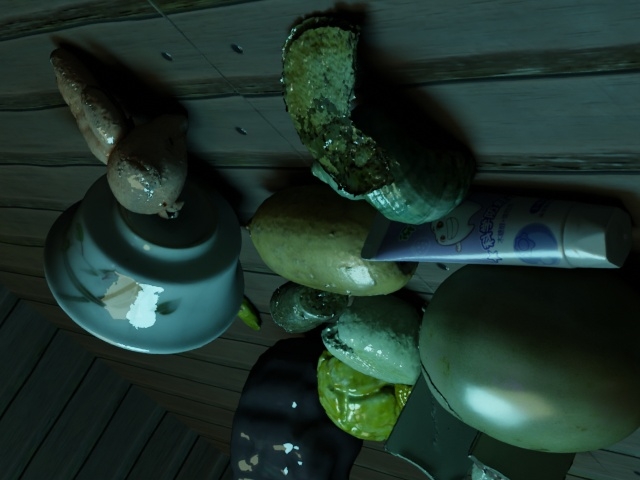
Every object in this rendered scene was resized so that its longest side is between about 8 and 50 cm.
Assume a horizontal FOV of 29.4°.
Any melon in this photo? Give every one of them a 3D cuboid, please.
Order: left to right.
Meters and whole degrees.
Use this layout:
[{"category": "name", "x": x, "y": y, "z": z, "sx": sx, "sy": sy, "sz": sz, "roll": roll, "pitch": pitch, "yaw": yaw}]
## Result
[{"category": "melon", "x": 0.282, "y": 0.140, "z": 1.610, "sx": 0.330, "sy": 0.268, "sz": 0.268, "roll": 14, "pitch": 154, "yaw": 29}]

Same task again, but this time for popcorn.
[{"category": "popcorn", "x": 0.094, "y": 0.267, "z": 2.268, "sx": 0.184, "sy": 0.204, "sz": 0.221, "roll": 0, "pitch": 129, "yaw": 53}]

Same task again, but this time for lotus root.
[{"category": "lotus root", "x": 0.000, "y": 0.000, "z": 1.823, "sx": 0.343, "sy": 0.151, "sz": 0.169, "roll": 6, "pitch": 148, "yaw": 43}]

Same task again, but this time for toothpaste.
[{"category": "toothpaste", "x": 0.216, "y": -0.013, "z": 1.568, "sx": 0.371, "sy": 0.125, "sz": 0.080, "roll": 5, "pitch": 155, "yaw": 42}]

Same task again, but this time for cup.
[{"category": "cup", "x": -0.270, "y": 0.000, "z": 2.009, "sx": 0.347, "sy": 0.347, "sz": 0.163, "roll": 29, "pitch": 135, "yaw": 2}]

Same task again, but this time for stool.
[{"category": "stool", "x": 0.272, "y": 0.252, "z": 1.871, "sx": 0.170, "sy": 0.269, "sz": 0.243, "roll": 39, "pitch": 158, "yaw": -20}]

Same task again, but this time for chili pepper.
[{"category": "chili pepper", "x": -0.159, "y": 0.149, "z": 2.550, "sx": 0.049, "sy": 0.043, "sz": 0.208, "roll": 3, "pitch": 149, "yaw": 27}]

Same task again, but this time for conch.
[{"category": "conch", "x": 0.090, "y": -0.092, "z": 1.540, "sx": 0.188, "sy": 0.122, "sz": 0.176, "roll": 29, "pitch": -176, "yaw": 14}]

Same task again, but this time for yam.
[{"category": "yam", "x": -0.024, "y": 0.111, "z": 2.199, "sx": 0.107, "sy": 0.107, "sz": 0.183, "roll": 35, "pitch": 156, "yaw": -12}]

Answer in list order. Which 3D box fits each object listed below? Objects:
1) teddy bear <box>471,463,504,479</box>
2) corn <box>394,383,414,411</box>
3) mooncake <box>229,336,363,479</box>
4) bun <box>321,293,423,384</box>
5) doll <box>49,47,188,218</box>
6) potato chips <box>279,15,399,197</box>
[{"category": "teddy bear", "x": 0.335, "y": 0.381, "z": 2.264, "sx": 0.236, "sy": 0.151, "sz": 0.267, "roll": 36, "pitch": 159, "yaw": 17}, {"category": "corn", "x": 0.193, "y": 0.327, "z": 2.200, "sx": 0.080, "sy": 0.080, "sz": 0.231, "roll": 11, "pitch": 131, "yaw": 42}, {"category": "mooncake", "x": -0.027, "y": 0.379, "z": 2.431, "sx": 0.212, "sy": 0.381, "sz": 0.350, "roll": 2, "pitch": 160, "yaw": 31}, {"category": "bun", "x": 0.102, "y": 0.158, "z": 2.087, "sx": 0.204, "sy": 0.126, "sz": 0.212, "roll": 41, "pitch": 158, "yaw": -33}, {"category": "doll", "x": -0.296, "y": -0.183, "z": 1.879, "sx": 0.303, "sy": 0.156, "sz": 0.201, "roll": 56, "pitch": 173, "yaw": 13}, {"category": "potato chips", "x": 0.018, "y": -0.157, "z": 1.449, "sx": 0.202, "sy": 0.029, "sz": 0.220, "roll": -17, "pitch": 92, "yaw": 58}]
